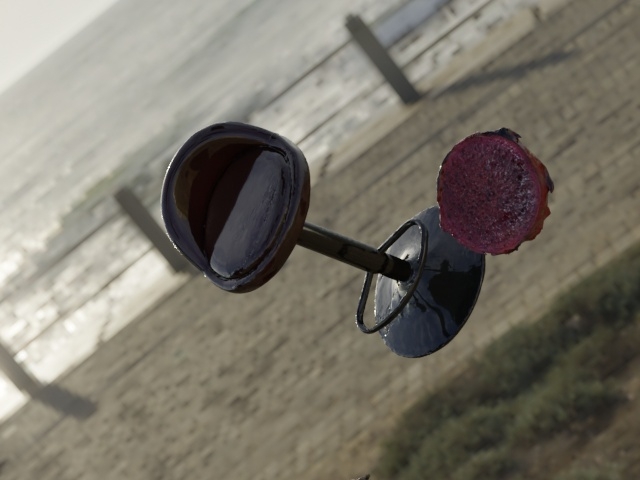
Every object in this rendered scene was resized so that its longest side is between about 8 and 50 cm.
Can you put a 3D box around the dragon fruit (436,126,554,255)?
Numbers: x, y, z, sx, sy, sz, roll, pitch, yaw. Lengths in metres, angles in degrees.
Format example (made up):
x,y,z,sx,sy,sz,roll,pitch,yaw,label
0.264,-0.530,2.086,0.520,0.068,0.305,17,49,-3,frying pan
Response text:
x,y,z,sx,sy,sz,roll,pitch,yaw,label
0.225,-0.063,1.891,0.153,0.153,0.111,-31,-12,33,dragon fruit

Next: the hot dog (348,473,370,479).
x,y,z,sx,sy,sz,roll,pitch,yaw,label
0.008,0.284,1.577,0.133,0.056,0.041,-49,-21,-20,hot dog

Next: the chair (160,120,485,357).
x,y,z,sx,sy,sz,roll,pitch,yaw,label
0.000,0.000,2.097,0.226,0.401,0.226,-30,49,43,chair
